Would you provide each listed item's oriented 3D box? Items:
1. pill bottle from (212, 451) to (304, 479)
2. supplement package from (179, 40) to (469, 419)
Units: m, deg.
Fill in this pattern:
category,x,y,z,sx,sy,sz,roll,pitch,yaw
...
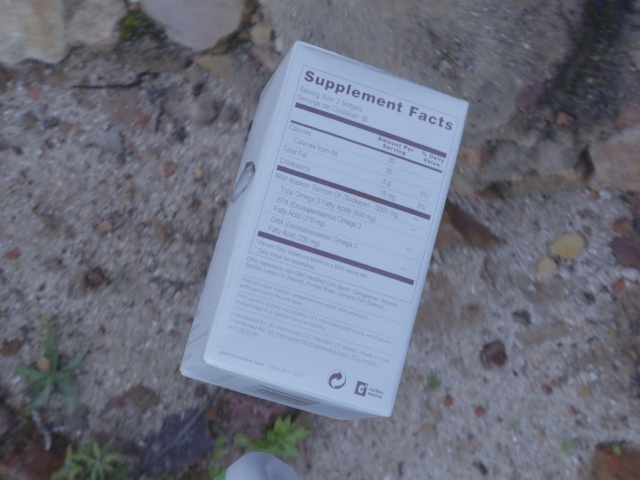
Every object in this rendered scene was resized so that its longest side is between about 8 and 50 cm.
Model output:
category,x,y,z,sx,sy,sz,roll,pitch,yaw
pill bottle,-0.082,0.230,0.578,0.246,0.136,0.136,-40,100,2
supplement package,0.000,0.000,0.660,0.105,0.105,0.179,18,76,-10
